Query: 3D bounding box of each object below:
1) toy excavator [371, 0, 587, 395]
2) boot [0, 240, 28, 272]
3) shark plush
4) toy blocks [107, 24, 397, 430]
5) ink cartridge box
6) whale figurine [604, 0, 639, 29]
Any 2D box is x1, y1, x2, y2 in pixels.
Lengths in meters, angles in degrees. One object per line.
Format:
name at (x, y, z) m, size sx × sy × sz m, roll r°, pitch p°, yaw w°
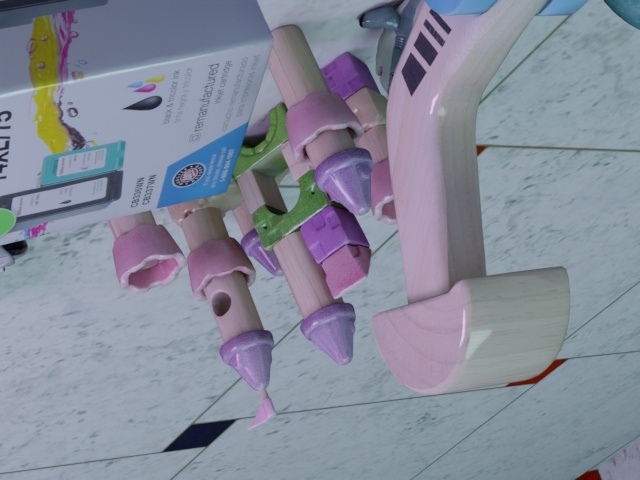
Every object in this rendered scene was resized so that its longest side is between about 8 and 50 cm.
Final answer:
toy excavator at (0.099, -0.183, 0.991) m, size 0.222 × 0.433 × 0.445 m, roll -7°, pitch 147°, yaw -25°
boot at (-0.327, 0.031, 1.475) m, size 0.123 × 0.095 × 0.258 m, roll -15°, pitch 155°, yaw -4°
shark plush at (0.114, -0.199, 1.454) m, size 0.161 × 0.067 × 0.073 m, roll -30°, pitch 156°, yaw 14°
toy blocks at (0.000, 0.000, 1.523) m, size 0.288 × 0.260 × 0.309 m, roll -36°, pitch 154°, yaw 23°
ink cartridge box at (-0.206, -0.133, 1.120) m, size 0.270 × 0.197 × 0.198 m, roll -14°, pitch 154°, yaw -21°
whale figurine at (0.363, -0.290, 1.409) m, size 0.216 × 0.141 × 0.272 m, roll 3°, pitch 139°, yaw -47°
